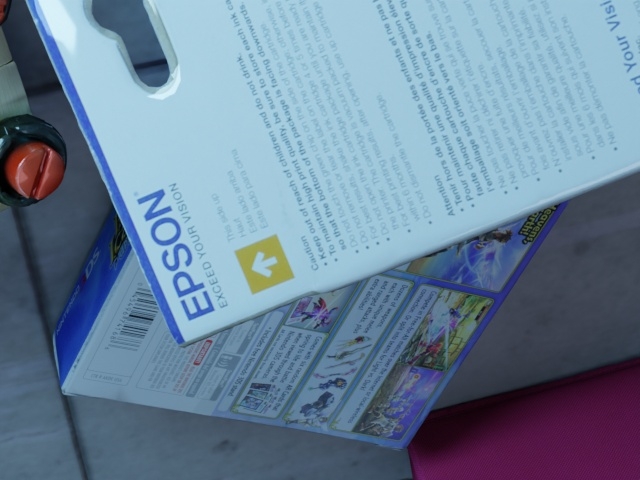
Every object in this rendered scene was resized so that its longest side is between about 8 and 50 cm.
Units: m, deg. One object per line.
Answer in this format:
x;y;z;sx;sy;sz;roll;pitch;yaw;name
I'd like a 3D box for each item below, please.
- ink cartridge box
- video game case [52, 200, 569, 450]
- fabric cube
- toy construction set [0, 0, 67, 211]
0.024;-0.158;0.841;0.330;0.071;0.324;-21;94;15;ink cartridge box
0.000;0.000;1.111;0.244;0.061;0.269;13;125;-26;video game case
0.219;0.262;1.278;0.254;0.258;0.259;-15;133;-3;fabric cube
-0.254;-0.062;0.915;0.215;0.151;0.327;-32;145;-23;toy construction set
